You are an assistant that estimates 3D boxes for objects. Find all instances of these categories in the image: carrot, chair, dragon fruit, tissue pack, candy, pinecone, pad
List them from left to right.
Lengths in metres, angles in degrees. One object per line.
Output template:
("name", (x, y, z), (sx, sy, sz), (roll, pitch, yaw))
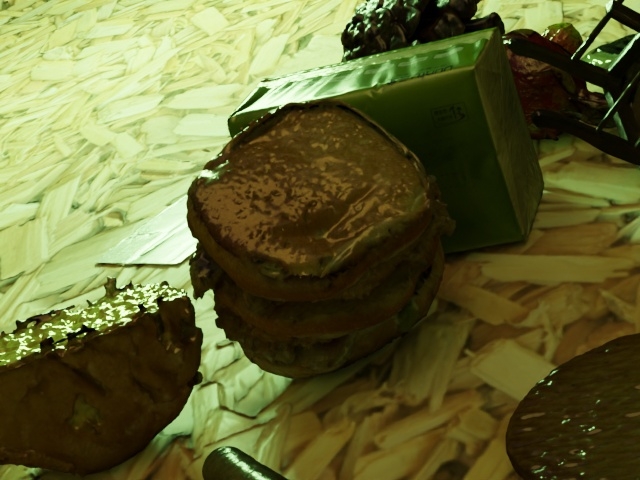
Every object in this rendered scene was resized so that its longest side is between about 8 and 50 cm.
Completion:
("pad", (-0.157, -0.025, 2.223), (0.156, 0.004, 0.232), (0, 28, 40))
("carrot", (-0.028, 0.218, 1.424), (0.070, 0.070, 0.342), (-27, 21, -20))
("tissue pack", (0.072, -0.089, 1.909), (0.275, 0.200, 0.167), (-11, 21, 20))
("pinecone", (0.125, -0.235, 2.238), (0.202, 0.229, 0.201), (23, 8, 37))
("candy", (0.271, -0.210, 2.271), (0.060, 0.060, 0.201), (0, 35, 41))
("dragon fruit", (0.273, -0.169, 2.074), (0.246, 0.125, 0.125), (23, 75, 34))
("chair", (0.383, -0.176, 1.910), (0.319, 0.186, 0.160), (18, 36, -23))

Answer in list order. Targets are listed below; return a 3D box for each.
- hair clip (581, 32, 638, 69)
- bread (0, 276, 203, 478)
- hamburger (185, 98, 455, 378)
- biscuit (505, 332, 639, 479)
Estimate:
("hair clip", (0.468, -0.258, 2.156), (0.321, 0.091, 0.138), (-33, 22, -7))
("bread", (-0.234, 0.140, 1.696), (0.260, 0.147, 0.160), (-23, 12, -21))
("hamburger", (0.006, -0.006, 1.721), (0.245, 0.211, 0.260), (-3, 46, 8))
("biscuit", (0.273, 0.135, 1.403), (0.262, 0.037, 0.262), (-16, 20, 6))
